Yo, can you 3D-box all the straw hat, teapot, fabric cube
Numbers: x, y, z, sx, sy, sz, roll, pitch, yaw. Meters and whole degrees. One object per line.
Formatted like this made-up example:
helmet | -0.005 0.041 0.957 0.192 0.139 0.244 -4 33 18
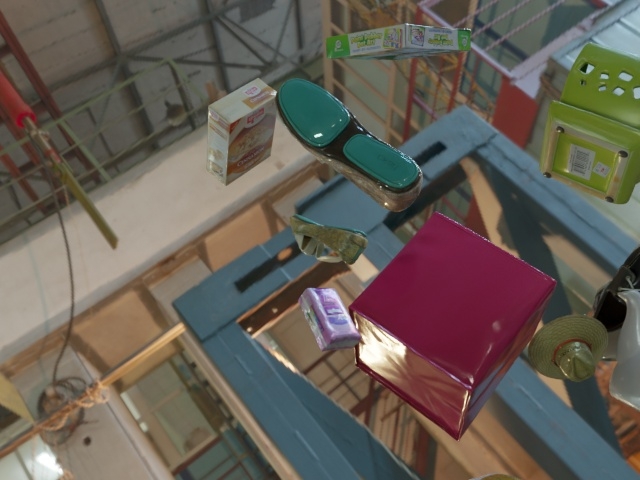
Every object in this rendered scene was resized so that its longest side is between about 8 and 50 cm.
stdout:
straw hat | 0.419 0.196 1.050 0.144 0.061 0.144 -1 -58 -2
teapot | 0.591 0.214 0.971 0.256 0.252 0.187 30 -90 -31
fabric cube | 0.232 0.159 1.174 0.258 0.254 0.259 -46 -27 -23

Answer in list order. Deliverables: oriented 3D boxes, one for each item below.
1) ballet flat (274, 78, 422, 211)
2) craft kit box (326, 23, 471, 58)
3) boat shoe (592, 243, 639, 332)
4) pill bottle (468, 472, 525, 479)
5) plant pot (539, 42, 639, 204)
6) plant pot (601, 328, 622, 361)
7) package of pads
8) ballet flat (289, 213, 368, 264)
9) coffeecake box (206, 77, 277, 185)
ballet flat | 0.039 -0.153 1.087 0.107 0.316 0.106 -40 -24 -14
craft kit box | 0.185 -0.468 1.523 0.247 0.250 0.061 -9 -78 -41
boat shoe | 0.539 0.079 1.085 0.079 0.084 0.233 -46 -17 -35
pill bottle | 0.300 0.442 1.000 0.136 0.136 0.245 -36 -4 -15
plant pot | 0.572 -0.220 1.281 0.207 0.227 0.228 -48 -30 -21
plant pot | 0.586 0.179 1.226 0.109 0.096 0.109 -14 -19 39
package of pads | 0.011 0.098 0.796 0.050 0.083 0.032 4 -45 -38
ballet flat | 0.000 0.000 1.892 0.123 0.348 0.123 -10 -74 -36
coffeecake box | -0.167 -0.228 1.352 0.142 0.068 0.185 -39 -21 -32
